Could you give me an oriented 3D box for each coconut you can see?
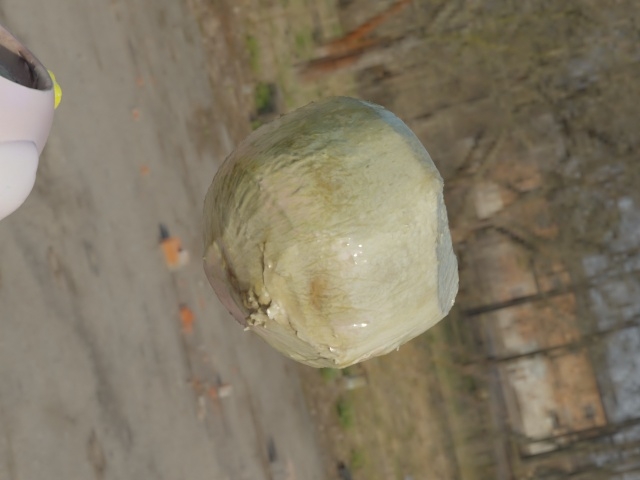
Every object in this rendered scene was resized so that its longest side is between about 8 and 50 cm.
[{"bbox_3d":[0.000,0.000,1.532,0.297,0.254,0.297,56,-14,22],"label":"coconut"}]

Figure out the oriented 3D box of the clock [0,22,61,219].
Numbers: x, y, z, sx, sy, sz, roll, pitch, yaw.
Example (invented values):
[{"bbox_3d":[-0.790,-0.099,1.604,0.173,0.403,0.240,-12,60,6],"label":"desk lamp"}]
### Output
[{"bbox_3d":[-0.483,-0.151,1.453,0.368,0.250,0.376,43,10,17],"label":"clock"}]
